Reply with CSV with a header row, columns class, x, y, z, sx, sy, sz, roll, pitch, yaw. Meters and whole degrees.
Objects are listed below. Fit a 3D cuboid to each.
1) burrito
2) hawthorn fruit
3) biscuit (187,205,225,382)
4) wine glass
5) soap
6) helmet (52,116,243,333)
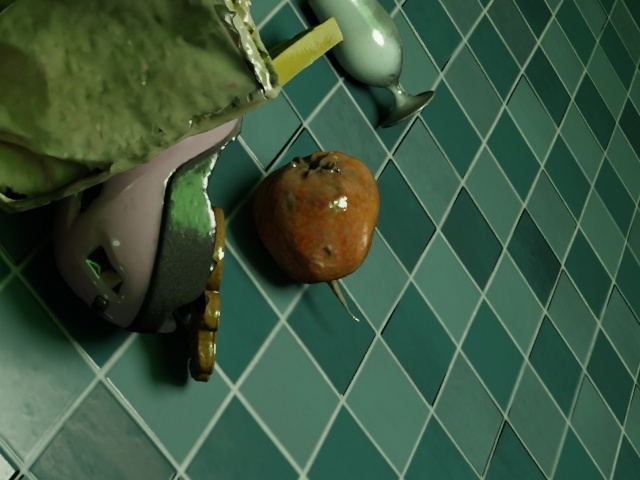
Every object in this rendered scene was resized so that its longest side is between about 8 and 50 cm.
class,x,y,z,sx,sy,sz,roll,pitch,yaw
burrito,-0.215,-0.142,0.968,0.135,0.332,0.190,-84,149,-73
hawthorn fruit,-0.011,-0.010,1.298,0.149,0.149,0.189,-2,108,-52
biscuit,-0.115,0.049,1.143,0.026,0.124,0.175,5,69,-10
wine glass,0.065,-0.256,1.542,0.202,0.093,0.093,57,37,-15
soap,-0.063,-0.192,1.343,0.037,0.092,0.252,60,36,-13
helmet,-0.167,-0.040,1.064,0.154,0.198,0.253,4,64,-22
